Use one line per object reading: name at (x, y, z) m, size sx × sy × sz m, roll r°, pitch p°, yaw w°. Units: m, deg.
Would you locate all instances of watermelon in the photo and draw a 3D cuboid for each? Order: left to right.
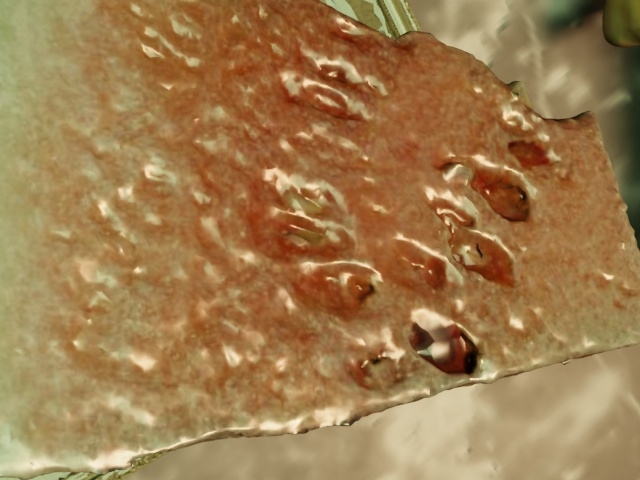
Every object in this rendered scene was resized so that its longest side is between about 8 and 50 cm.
watermelon at (0.000, 0.000, 0.418) m, size 0.241 × 0.094 × 0.154 m, roll 6°, pitch 80°, yaw -19°

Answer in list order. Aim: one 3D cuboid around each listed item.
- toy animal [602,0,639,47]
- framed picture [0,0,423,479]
toy animal at (0.192, -0.033, 0.463) m, size 0.233 × 0.121 × 0.169 m, roll 35°, pitch 53°, yaw -23°
framed picture at (-0.065, -0.020, 0.439) m, size 0.231 × 0.010 × 0.173 m, roll -30°, pitch 100°, yaw -14°
